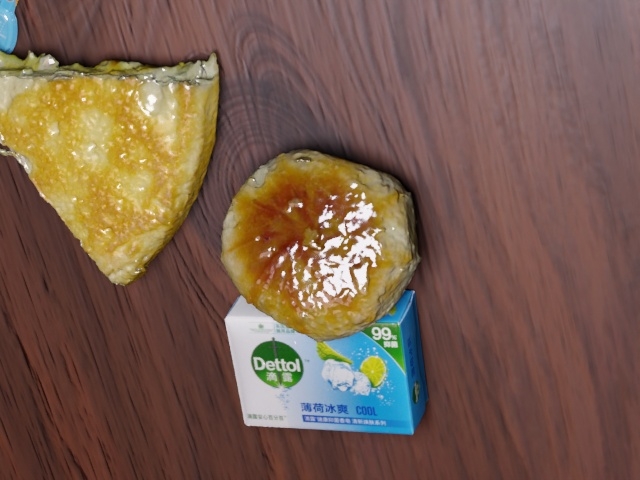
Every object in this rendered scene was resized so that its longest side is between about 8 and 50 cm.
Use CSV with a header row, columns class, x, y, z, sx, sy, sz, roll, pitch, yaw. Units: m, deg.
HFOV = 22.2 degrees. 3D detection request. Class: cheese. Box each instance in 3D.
class,x,y,z,sx,sy,sz,roll,pitch,yaw
cheese,-0.329,-0.235,1.695,0.047,0.017,0.111,28,123,-1

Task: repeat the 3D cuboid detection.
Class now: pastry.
class,x,y,z,sx,sy,sz,roll,pitch,yaw
pastry,0.000,0.000,1.633,0.192,0.093,0.182,29,97,16

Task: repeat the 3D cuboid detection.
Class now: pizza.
class,x,y,z,sx,sy,sz,roll,pitch,yaw
pizza,-0.244,-0.127,1.696,0.287,0.075,0.280,35,119,1

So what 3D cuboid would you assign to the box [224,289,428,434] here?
class,x,y,z,sx,sy,sz,roll,pitch,yaw
box,0.009,0.127,1.739,0.194,0.073,0.139,1,118,19
